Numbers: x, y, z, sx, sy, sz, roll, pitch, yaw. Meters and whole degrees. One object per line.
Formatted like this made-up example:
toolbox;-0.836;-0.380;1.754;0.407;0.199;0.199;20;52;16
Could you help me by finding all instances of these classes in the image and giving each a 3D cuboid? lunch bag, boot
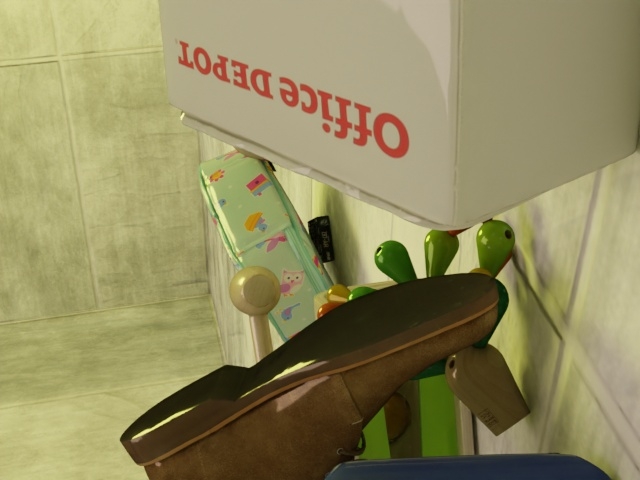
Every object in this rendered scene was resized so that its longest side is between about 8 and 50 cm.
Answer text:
lunch bag;-0.067;0.007;1.486;0.279;0.107;0.224;63;-179;42
boot;0.008;0.122;0.776;0.115;0.305;0.112;59;-163;-7

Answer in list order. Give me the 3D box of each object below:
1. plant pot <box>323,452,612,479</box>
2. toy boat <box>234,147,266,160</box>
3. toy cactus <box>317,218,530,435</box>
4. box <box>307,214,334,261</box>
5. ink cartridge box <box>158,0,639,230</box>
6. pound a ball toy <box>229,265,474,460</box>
plant pot;0.094;0.275;0.719;0.236;0.235;0.212;99;168;-56
toy boat;-0.049;-0.228;1.419;0.151;0.150;0.231;-53;-37;-62
toy cactus;0.098;0.073;0.840;0.219;0.112;0.181;-44;75;33
box;0.000;0.000;1.554;0.083;0.018;0.067;155;107;-79
ink cartridge box;0.032;-0.242;0.583;0.285;0.166;0.395;28;129;46
pound a ball toy;0.029;0.163;1.014;0.136;0.208;0.319;-145;48;-76
